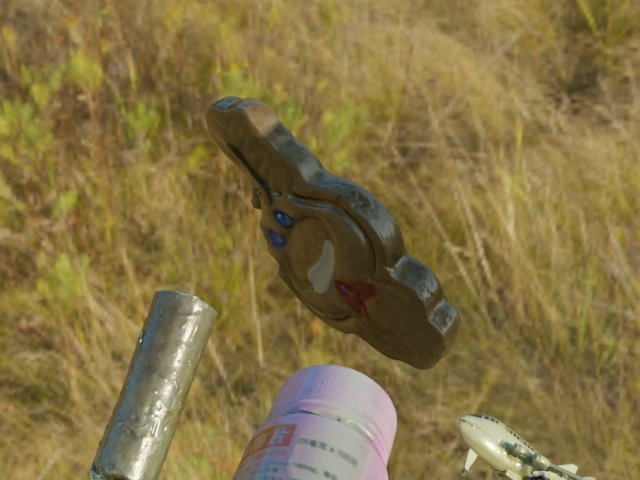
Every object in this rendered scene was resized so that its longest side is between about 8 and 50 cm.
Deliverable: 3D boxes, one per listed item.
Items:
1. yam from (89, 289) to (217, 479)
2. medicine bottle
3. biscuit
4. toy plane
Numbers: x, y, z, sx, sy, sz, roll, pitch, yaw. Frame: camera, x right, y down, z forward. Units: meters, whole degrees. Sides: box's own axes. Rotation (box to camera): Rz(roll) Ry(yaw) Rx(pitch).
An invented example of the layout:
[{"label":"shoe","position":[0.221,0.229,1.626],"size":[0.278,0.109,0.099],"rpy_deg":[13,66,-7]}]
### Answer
[{"label":"yam","position":[-0.211,0.195,1.622],"size":[0.093,0.093,0.259],"rpy_deg":[14,76,19]},{"label":"medicine bottle","position":[-0.022,0.371,1.845],"size":[0.219,0.219,0.388],"rpy_deg":[9,38,13]},{"label":"biscuit","position":[0.002,-0.004,1.214],"size":[0.047,0.319,0.183],"rpy_deg":[-41,11,-35]},{"label":"toy plane","position":[0.312,0.351,2.027],"size":[0.256,0.242,0.104],"rpy_deg":[25,76,-24]}]
